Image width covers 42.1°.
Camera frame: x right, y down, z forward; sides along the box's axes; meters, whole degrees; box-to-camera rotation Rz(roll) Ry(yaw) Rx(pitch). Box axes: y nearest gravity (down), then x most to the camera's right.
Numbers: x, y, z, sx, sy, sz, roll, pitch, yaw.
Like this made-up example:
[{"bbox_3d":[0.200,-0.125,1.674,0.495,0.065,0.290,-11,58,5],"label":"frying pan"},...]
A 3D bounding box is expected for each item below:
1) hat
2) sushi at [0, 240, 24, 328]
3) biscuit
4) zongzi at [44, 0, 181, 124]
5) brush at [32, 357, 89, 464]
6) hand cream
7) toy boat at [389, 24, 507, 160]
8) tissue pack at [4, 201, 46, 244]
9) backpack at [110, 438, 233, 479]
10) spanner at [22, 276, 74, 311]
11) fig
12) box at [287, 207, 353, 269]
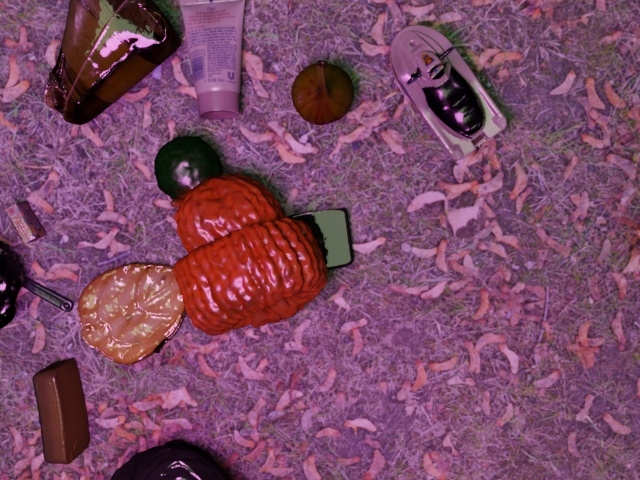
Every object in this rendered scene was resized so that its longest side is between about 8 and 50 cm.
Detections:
[{"bbox_3d":[-0.163,-0.025,1.633,0.285,0.285,0.400,-21,69,5],"label":"hat"},{"bbox_3d":[-0.730,0.097,1.642,0.238,0.219,0.225,-11,95,12],"label":"sushi"},{"bbox_3d":[-0.382,0.144,1.731,0.260,0.041,0.203,-32,91,5],"label":"biscuit"},{"bbox_3d":[-0.469,-0.417,1.599,0.289,0.154,0.317,-37,102,6],"label":"zongzi"},{"bbox_3d":[-0.534,0.351,1.717,0.059,0.123,0.197,-6,95,8],"label":"brush"},{"bbox_3d":[-0.212,-0.367,1.652,0.133,0.083,0.248,-2,85,2],"label":"hand cream"},{"bbox_3d":[0.239,-0.290,1.607,0.141,0.141,0.269,-37,108,6],"label":"toy boat"},{"bbox_3d":[-0.604,-0.037,1.706,0.035,0.063,0.083,-28,95,8],"label":"tissue pack"},{"bbox_3d":[-0.340,0.638,1.680,0.445,0.255,0.363,-40,94,-8],"label":"backpack"},{"bbox_3d":[-0.610,0.090,1.747,0.208,0.012,0.046,30,96,-1],"label":"spanner"},{"bbox_3d":[0.007,-0.287,1.564,0.124,0.236,0.124,0,88,-3],"label":"fig"},{"bbox_3d":[0.000,0.000,1.703,0.126,0.027,0.125,-7,99,2],"label":"box"}]
